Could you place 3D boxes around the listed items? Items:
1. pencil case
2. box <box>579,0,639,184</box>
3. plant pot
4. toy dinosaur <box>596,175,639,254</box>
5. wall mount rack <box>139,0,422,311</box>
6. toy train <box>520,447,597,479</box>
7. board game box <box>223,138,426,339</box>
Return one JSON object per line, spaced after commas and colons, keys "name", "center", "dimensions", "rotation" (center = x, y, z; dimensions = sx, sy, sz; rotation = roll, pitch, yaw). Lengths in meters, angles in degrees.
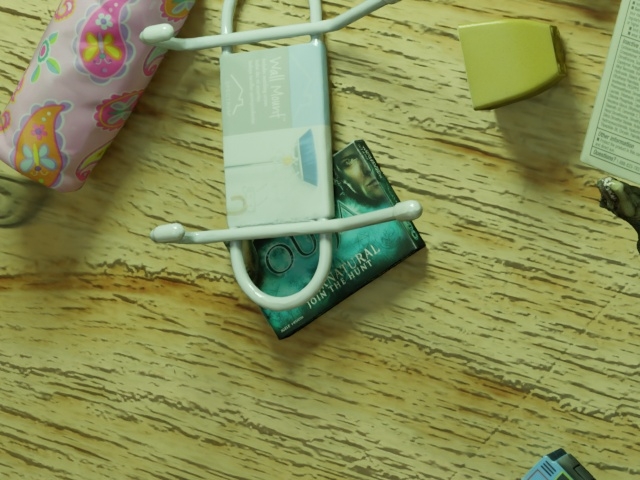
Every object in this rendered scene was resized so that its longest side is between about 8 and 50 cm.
{"name": "pencil case", "center": [-0.231, -0.189, 2.006], "dimensions": [0.124, 0.124, 0.284], "rotation": [39, 111, 18]}
{"name": "box", "center": [0.345, -0.193, 1.677], "dimensions": [0.148, 0.121, 0.311], "rotation": [28, 110, 44]}
{"name": "plant pot", "center": [0.181, -0.168, 1.814], "dimensions": [0.083, 0.081, 0.081], "rotation": [-11, 91, 18]}
{"name": "toy dinosaur", "center": [0.342, 0.041, 1.729], "dimensions": [0.118, 0.064, 0.268], "rotation": [-12, 113, 45]}
{"name": "wall mount rack", "center": [-0.024, -0.111, 1.875], "dimensions": [0.304, 0.130, 0.350], "rotation": [-6, 85, 27]}
{"name": "toy train", "center": [0.244, 0.285, 1.837], "dimensions": [0.184, 0.080, 0.105], "rotation": [46, 108, 15]}
{"name": "board game box", "center": [0.000, 0.000, 1.957], "dimensions": [0.186, 0.026, 0.126], "rotation": [-35, 80, 26]}
